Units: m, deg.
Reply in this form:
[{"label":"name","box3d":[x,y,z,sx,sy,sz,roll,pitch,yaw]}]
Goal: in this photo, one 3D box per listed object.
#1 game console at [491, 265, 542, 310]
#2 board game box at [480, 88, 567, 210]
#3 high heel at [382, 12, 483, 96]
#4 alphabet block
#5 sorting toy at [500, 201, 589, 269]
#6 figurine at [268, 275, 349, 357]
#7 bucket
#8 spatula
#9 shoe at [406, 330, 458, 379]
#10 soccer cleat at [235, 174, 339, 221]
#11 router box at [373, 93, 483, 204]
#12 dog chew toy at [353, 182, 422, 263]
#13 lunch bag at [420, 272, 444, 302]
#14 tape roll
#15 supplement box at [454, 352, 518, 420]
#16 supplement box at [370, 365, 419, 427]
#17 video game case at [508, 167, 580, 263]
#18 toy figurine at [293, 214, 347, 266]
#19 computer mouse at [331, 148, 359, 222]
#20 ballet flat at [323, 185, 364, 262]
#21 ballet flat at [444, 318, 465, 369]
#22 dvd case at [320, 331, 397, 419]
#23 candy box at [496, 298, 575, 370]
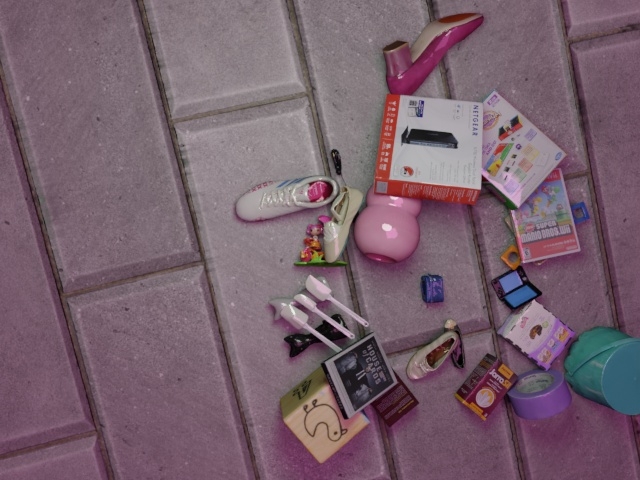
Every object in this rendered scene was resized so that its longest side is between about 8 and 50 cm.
[{"label":"game console","box3d":[0.654,0.156,1.842,0.122,0.071,0.107,-27,94,-5]},{"label":"board game box","box3d":[0.591,-0.292,1.782,0.316,0.064,0.242,44,88,3]},{"label":"high heel","box3d":[0.368,-0.591,1.767,0.377,0.127,0.181,-26,125,-9]},{"label":"alphabet block","box3d":[0.009,0.532,1.725,0.197,0.193,0.192,-40,96,-3]},{"label":"sorting toy","box3d":[0.733,-0.040,1.855,0.347,0.047,0.196,-35,90,-7]},{"label":"figurine","box3d":[-0.041,0.244,1.757,0.209,0.092,0.215,-24,95,-1]},{"label":"bucket","box3d":[0.991,0.435,1.848,0.281,0.183,0.281,0,93,-9]},{"label":"spatula","box3d":[0.014,0.240,1.711,0.242,0.019,0.168,37,97,-4]},{"label":"shoe","box3d":[0.365,0.380,1.812,0.076,0.058,0.219,44,101,0]},{"label":"soccer cleat","box3d":[-0.101,-0.137,1.692,0.331,0.143,0.116,-15,95,-5]},{"label":"router box","box3d":[0.327,-0.281,1.657,0.301,0.082,0.336,7,60,7]},{"label":"dog chew toy","box3d":[0.224,-0.101,1.714,0.206,0.206,0.332,17,78,-8]},{"label":"lunch bag","box3d":[0.362,0.155,1.808,0.065,0.067,0.099,-5,93,-7]},{"label":"tape roll","box3d":[0.717,0.503,1.814,0.188,0.189,0.080,-25,96,-5]},{"label":"supplement box","box3d":[0.555,0.488,1.847,0.104,0.081,0.188,39,88,-8]},{"label":"supplement box","box3d":[0.197,0.472,1.804,0.130,0.073,0.239,-37,96,-4]},{"label":"video game case","box3d":[0.727,-0.083,1.820,0.203,0.025,0.285,-11,86,-5]},{"label":"toy figurine","box3d":[0.000,0.000,1.749,0.173,0.130,0.159,-3,80,17]},{"label":"computer mouse","box3d":[0.068,-0.170,1.749,0.041,0.071,0.242,-19,94,-13]},{"label":"ballet flat","box3d":[0.051,-0.056,1.655,0.086,0.086,0.249,25,71,-8]},{"label":"ballet flat","box3d":[0.455,0.345,1.841,0.057,0.049,0.173,-17,95,-7]},{"label":"dvd case","box3d":[0.121,0.403,1.669,0.238,0.029,0.179,-21,87,-42]},{"label":"candy box","box3d":[0.726,0.312,1.863,0.196,0.070,0.165,39,88,-8]}]
